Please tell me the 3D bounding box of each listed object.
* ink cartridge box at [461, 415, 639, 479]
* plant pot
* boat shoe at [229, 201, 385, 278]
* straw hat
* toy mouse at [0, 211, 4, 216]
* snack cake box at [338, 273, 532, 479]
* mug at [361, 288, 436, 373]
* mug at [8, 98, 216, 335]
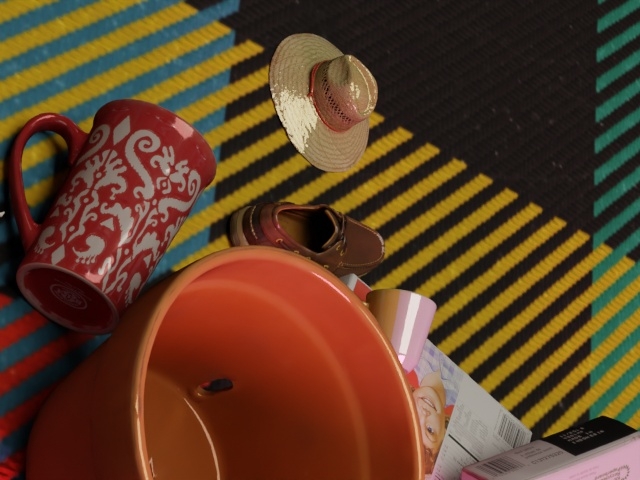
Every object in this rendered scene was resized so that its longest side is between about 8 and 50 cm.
[{"bbox_3d":[0.210,0.357,1.568,0.176,0.069,0.371,-14,111,-34],"label":"ink cartridge box"},{"bbox_3d":[-0.090,0.167,1.322,0.291,0.203,0.291,19,63,-41],"label":"plant pot"},{"bbox_3d":[0.000,0.000,1.583,0.178,0.060,0.064,11,67,-43],"label":"boat shoe"},{"bbox_3d":[0.022,-0.143,1.661,0.144,0.061,0.144,18,63,-40],"label":"straw hat"},{"bbox_3d":[-0.291,0.022,1.300,0.161,0.031,0.143,-15,85,-47],"label":"toy mouse"},{"bbox_3d":[0.066,0.172,1.563,0.264,0.089,0.152,42,51,-26],"label":"snack cake box"},{"bbox_3d":[0.058,0.082,1.494,0.062,0.078,0.064,53,44,-63],"label":"mug"},{"bbox_3d":[-0.185,-0.019,1.393,0.113,0.150,0.169,77,30,-51],"label":"mug"}]
